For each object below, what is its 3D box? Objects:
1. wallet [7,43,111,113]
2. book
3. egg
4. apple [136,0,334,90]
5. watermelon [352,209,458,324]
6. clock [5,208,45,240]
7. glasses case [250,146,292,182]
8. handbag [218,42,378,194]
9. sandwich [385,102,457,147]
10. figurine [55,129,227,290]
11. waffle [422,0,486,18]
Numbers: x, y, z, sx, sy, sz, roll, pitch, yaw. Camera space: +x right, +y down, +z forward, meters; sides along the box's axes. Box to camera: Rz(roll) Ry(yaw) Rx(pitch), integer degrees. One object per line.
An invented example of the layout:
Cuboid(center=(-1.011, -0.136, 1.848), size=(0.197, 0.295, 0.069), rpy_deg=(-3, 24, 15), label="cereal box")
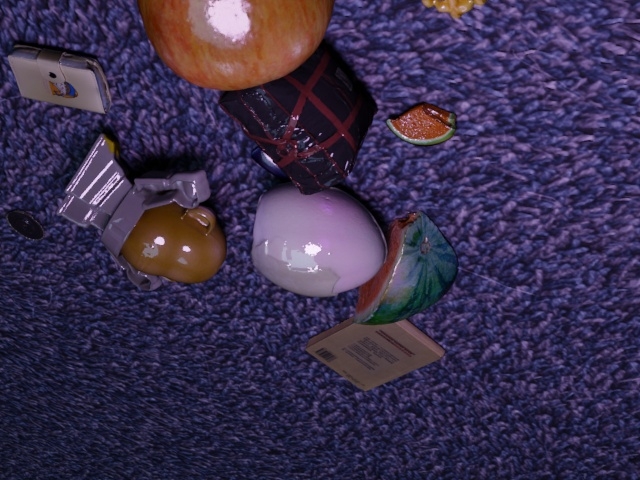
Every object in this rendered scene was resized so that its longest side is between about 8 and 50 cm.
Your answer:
Cuboid(center=(-0.417, -0.262, 2.003), size=(0.155, 0.039, 0.110), rpy_deg=(12, 145, 14), label="wallet")
Cuboid(center=(0.097, 0.199, 2.307), size=(0.161, 0.026, 0.231), rpy_deg=(37, 140, -20), label="book")
Cuboid(center=(0.000, 0.000, 1.993), size=(0.217, 0.183, 0.183), rpy_deg=(8, 141, 3), label="egg")
Cuboid(center=(-0.115, -0.334, 1.592), size=(0.264, 0.264, 0.264), rpy_deg=(14, 142, 11), label="apple")
Cuboid(center=(0.160, 0.067, 2.068), size=(0.146, 0.128, 0.231), rpy_deg=(14, 143, -18), label="watermelon")
Cuboid(center=(-0.561, -0.028, 2.379), size=(0.074, 0.010, 0.083), rpy_deg=(-15, 129, 38), label="clock")
Cuboid(center=(-0.073, -0.121, 2.010), size=(0.083, 0.023, 0.033), rpy_deg=(33, 143, -14), label="glasses case")
Cuboid(center=(-0.029, -0.187, 1.789), size=(0.155, 0.169, 0.215), rpy_deg=(-22, 123, 42), label="handbag")
Cuboid(center=(0.153, -0.171, 1.836), size=(0.101, 0.026, 0.069), rpy_deg=(-18, 123, 37), label="sandwich")
Cuboid(center=(-0.289, -0.031, 2.113), size=(0.285, 0.167, 0.342), rpy_deg=(33, 163, 0), label="figurine")
Cuboid(center=(0.156, -0.393, 1.548), size=(0.245, 0.052, 0.254), rpy_deg=(36, 141, -15), label="waffle")
